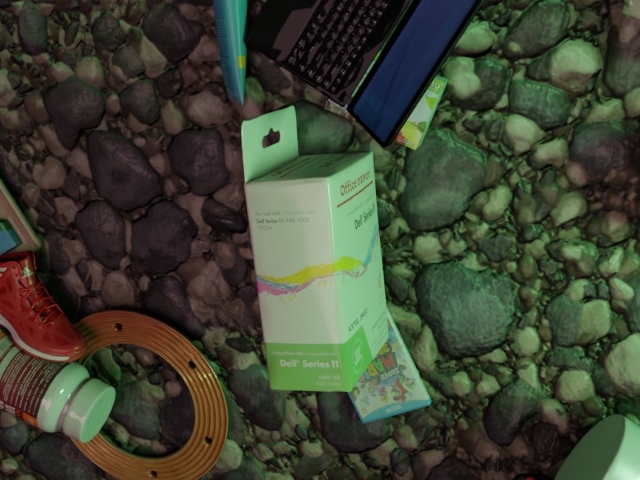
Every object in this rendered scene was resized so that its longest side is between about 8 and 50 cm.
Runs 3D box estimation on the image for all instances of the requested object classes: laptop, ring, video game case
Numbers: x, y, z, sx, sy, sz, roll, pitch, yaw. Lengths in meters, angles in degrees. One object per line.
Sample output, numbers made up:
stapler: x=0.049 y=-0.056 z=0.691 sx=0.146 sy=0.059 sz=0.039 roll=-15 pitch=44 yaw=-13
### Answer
laptop: x=0.048 y=-0.281 z=1.071 sx=0.264 sy=0.136 sz=0.234 roll=35 pitch=104 yaw=8
ring: x=-0.307 y=0.269 z=1.477 sx=0.336 sy=0.032 sz=0.337 roll=6 pitch=111 yaw=16
video game case: x=0.082 y=0.191 z=1.324 sx=0.119 sy=0.015 sz=0.166 roll=-21 pitch=101 yaw=24

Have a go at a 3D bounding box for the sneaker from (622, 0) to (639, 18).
sneaker: x=0.387 y=-0.324 z=0.984 sx=0.123 sy=0.106 sz=0.290 roll=-21 pitch=102 yaw=22

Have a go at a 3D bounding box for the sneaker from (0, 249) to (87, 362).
sneaker: x=-0.465 y=0.099 z=1.409 sx=0.221 sy=0.087 sz=0.128 roll=27 pitch=124 yaw=17

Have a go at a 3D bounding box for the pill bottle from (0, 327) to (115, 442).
pill bottle: x=-0.459 y=0.240 z=1.434 sx=0.221 sy=0.121 sz=0.121 roll=24 pitch=115 yaw=10

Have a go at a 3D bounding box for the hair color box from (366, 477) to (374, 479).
hair color box: x=0.068 y=0.441 z=1.347 sx=0.043 sy=0.141 sz=0.072 roll=14 pitch=112 yaw=14

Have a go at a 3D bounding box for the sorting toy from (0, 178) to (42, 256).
sorting toy: x=-0.589 y=-0.029 z=1.462 sx=0.208 sy=0.038 sz=0.193 roll=-27 pitch=99 yaw=25

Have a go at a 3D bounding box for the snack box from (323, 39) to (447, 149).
snack box: x=0.087 y=-0.197 z=1.171 sx=0.141 sy=0.037 sz=0.100 roll=25 pitch=113 yaw=10

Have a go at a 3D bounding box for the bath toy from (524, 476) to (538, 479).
bath toy: x=0.238 y=0.474 z=1.316 sx=0.348 sy=0.151 sz=0.129 roll=-39 pitch=58 yaw=26

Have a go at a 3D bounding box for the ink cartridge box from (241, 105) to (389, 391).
ink cartridge box: x=0.000 y=0.000 z=1.172 sx=0.119 sy=0.207 sz=0.354 roll=-1 pitch=105 yaw=20

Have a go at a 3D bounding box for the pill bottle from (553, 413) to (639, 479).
pill bottle: x=0.499 y=0.404 z=1.149 sx=0.363 sy=0.210 sz=0.210 roll=36 pitch=116 yaw=4

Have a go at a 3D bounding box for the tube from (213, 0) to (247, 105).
tube: x=-0.122 y=-0.292 z=1.195 sx=0.052 sy=0.080 sz=0.207 roll=-5 pitch=108 yaw=-12
